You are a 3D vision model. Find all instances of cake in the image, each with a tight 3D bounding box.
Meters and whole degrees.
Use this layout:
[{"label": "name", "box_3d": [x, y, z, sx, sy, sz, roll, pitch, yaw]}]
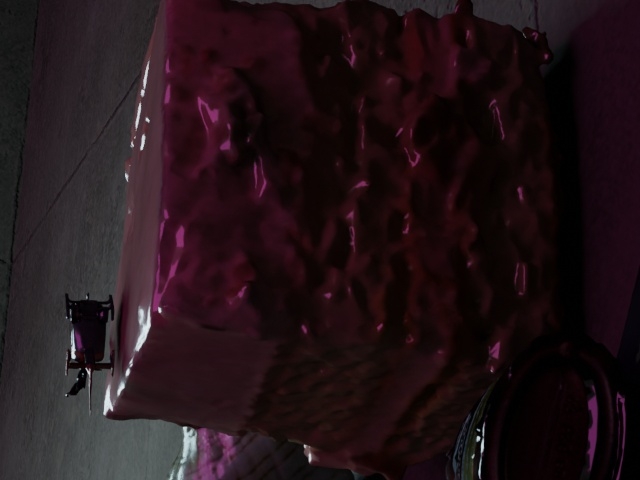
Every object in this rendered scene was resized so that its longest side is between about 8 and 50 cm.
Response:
[{"label": "cake", "box_3d": [0.000, 0.000, 1.248, 0.293, 0.306, 0.314, 124, 150, -57]}]

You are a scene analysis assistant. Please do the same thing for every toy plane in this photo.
[{"label": "toy plane", "box_3d": [-0.177, 0.081, 1.232, 0.145, 0.037, 0.060, -116, 31, -69]}]

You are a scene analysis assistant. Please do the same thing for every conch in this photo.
[{"label": "conch", "box_3d": [-0.050, 0.192, 1.428, 0.169, 0.203, 0.386, 25, 135, 37]}]

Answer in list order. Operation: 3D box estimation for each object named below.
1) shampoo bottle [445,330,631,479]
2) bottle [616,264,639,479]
[{"label": "shampoo bottle", "box_3d": [0.125, 0.139, 1.017, 0.323, 0.084, 0.129, 89, -168, -80]}, {"label": "bottle", "box_3d": [0.218, 0.067, 0.985, 0.082, 0.072, 0.244, -112, 35, -84]}]
